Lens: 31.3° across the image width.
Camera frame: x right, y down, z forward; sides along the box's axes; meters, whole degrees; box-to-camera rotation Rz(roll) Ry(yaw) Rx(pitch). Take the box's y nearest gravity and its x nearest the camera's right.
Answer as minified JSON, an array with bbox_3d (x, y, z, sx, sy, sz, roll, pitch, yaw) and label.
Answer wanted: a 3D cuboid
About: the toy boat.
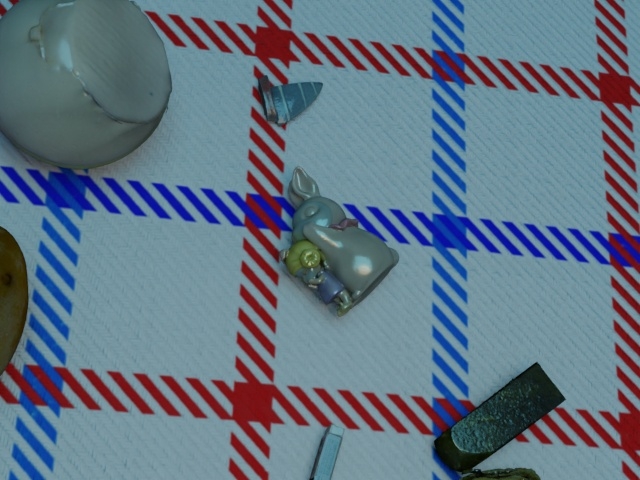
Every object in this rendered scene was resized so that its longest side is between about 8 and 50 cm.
[{"bbox_3d":[-0.045,-0.256,2.036,0.122,0.034,0.096,-10,78,-17],"label":"toy boat"}]

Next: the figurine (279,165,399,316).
[{"bbox_3d":[0.000,0.000,1.907,0.235,0.127,0.155,43,77,11],"label":"figurine"}]

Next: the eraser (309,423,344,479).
[{"bbox_3d":[0.006,0.355,1.806,0.029,0.052,0.122,20,68,-5],"label":"eraser"}]

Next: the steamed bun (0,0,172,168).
[{"bbox_3d":[-0.418,-0.255,1.845,0.309,0.309,0.309,4,69,-11],"label":"steamed bun"}]

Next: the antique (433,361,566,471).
[{"bbox_3d":[0.289,0.297,1.875,0.221,0.081,0.080,-33,77,-20],"label":"antique"}]

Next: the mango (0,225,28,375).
[{"bbox_3d":[-0.563,0.144,1.684,0.222,0.199,0.384,18,69,-7],"label":"mango"}]

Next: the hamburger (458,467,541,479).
[{"bbox_3d":[0.283,0.453,1.805,0.206,0.130,0.183,8,69,-29],"label":"hamburger"}]
